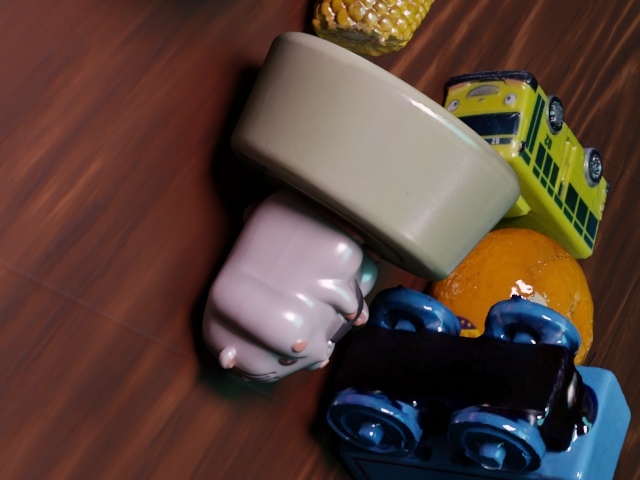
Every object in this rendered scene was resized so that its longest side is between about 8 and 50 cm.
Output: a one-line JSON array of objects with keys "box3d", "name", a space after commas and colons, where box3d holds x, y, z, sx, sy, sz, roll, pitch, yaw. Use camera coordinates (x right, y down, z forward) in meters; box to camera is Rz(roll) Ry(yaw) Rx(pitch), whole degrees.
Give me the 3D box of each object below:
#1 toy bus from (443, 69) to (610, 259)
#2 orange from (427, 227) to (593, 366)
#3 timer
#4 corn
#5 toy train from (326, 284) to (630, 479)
[{"box3d": [0.251, -0.088, 2.073, 0.262, 0.128, 0.150, 45, 53, -45], "name": "toy bus"}, {"box3d": [0.223, 0.094, 1.972, 0.219, 0.193, 0.219, 0, 90, -40], "name": "orange"}, {"box3d": [0.000, 0.000, 1.639, 0.291, 0.291, 0.315, 38, 82, -48], "name": "timer"}, {"box3d": [0.102, -0.359, 1.866, 0.144, 0.144, 0.387, 50, 54, -41], "name": "corn"}, {"box3d": [0.160, 0.188, 1.791, 0.265, 0.300, 0.188, 59, 45, -46], "name": "toy train"}]
